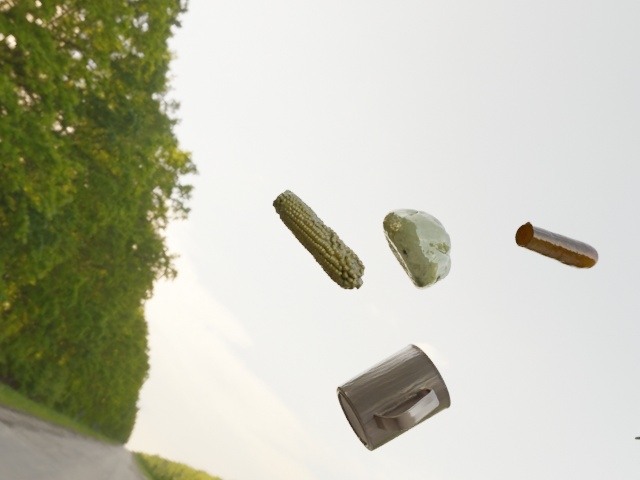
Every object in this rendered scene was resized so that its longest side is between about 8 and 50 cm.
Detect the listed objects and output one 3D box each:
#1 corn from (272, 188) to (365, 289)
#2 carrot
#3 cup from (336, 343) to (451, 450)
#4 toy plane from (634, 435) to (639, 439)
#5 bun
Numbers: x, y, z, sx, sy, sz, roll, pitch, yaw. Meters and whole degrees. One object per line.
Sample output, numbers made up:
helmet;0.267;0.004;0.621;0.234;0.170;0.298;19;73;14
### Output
corn;0.000;0.000;1.362;0.288;0.086;0.086;48;-27;-1
carrot;0.535;0.017;1.298;0.225;0.067;0.067;18;-18;-24
cup;0.218;0.455;1.625;0.288;0.273;0.208;43;-26;55
toy plane;0.821;0.366;1.271;0.273;0.181;0.107;100;-22;-55
bun;0.276;0.010;1.601;0.259;0.160;0.259;58;2;-3
